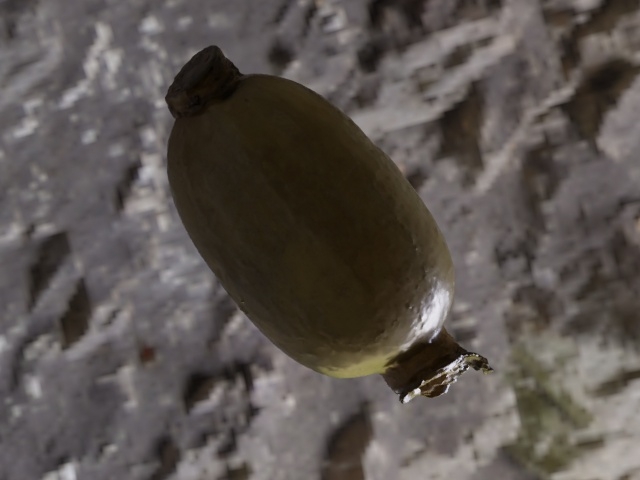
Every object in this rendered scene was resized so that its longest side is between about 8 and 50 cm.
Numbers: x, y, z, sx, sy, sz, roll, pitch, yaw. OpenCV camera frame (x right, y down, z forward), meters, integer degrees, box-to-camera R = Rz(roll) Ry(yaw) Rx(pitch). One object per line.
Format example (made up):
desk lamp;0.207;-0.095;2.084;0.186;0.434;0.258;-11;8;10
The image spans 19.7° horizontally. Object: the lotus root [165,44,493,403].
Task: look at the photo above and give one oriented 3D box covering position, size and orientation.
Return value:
lotus root;0.000;0.000;0.627;0.150;0.073;0.062;50;-6;-7
